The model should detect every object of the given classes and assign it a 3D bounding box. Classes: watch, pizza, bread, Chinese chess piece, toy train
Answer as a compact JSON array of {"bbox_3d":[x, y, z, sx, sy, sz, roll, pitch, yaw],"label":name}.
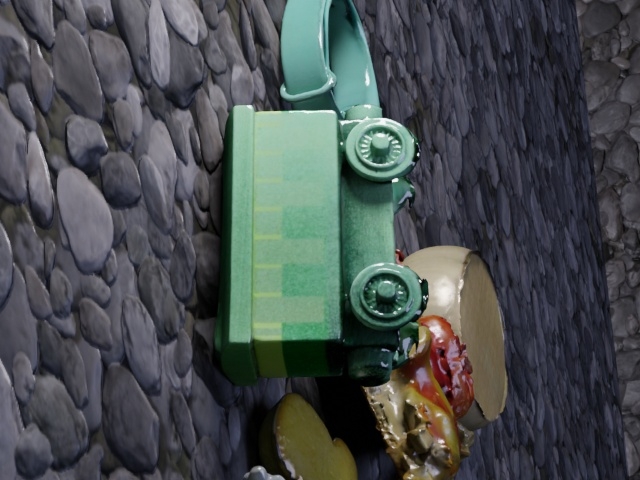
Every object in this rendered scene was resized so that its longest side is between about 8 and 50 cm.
[{"bbox_3d":[0.013,-0.196,2.042,0.237,0.068,0.195,-71,146,-57],"label":"watch"},{"bbox_3d":[0.106,0.153,1.938,0.406,0.130,0.440,-107,174,-55],"label":"pizza"},{"bbox_3d":[-0.028,0.240,1.719,0.149,0.065,0.187,60,28,-23],"label":"bread"},{"bbox_3d":[0.173,0.130,2.310,0.250,0.103,0.249,-9,90,-72],"label":"Chinese chess piece"},{"bbox_3d":[0.000,0.000,1.692,0.120,0.202,0.301,87,3,-64],"label":"toy train"}]

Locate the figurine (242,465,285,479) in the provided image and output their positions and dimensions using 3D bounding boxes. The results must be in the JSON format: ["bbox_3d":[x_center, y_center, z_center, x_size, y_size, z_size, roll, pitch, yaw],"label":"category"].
[{"bbox_3d":[-0.084,0.323,1.411,0.338,0.204,0.283,29,60,-53],"label":"figurine"}]

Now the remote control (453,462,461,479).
[{"bbox_3d":[0.109,0.336,2.039,0.107,0.044,0.377,-64,176,24],"label":"remote control"}]
